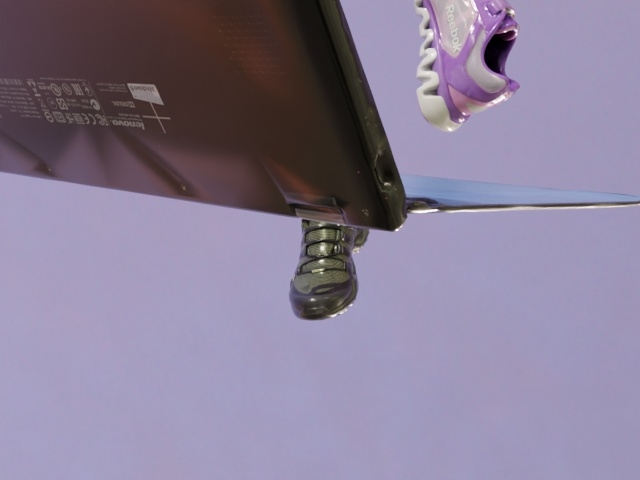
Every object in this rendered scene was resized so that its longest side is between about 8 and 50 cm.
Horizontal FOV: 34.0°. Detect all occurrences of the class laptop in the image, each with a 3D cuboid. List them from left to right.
[{"bbox_3d":[-0.060,-0.138,0.603,0.236,0.382,0.408,-46,-52,-34],"label":"laptop"}]

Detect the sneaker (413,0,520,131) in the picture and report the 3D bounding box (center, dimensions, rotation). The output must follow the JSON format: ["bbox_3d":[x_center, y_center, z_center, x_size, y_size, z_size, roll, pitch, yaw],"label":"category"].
[{"bbox_3d":[0.154,-0.235,1.080,0.104,0.237,0.095,-10,-7,35],"label":"sneaker"}]

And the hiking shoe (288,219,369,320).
[{"bbox_3d":[0.000,0.000,1.249,0.086,0.227,0.114,-9,-57,17],"label":"hiking shoe"}]
